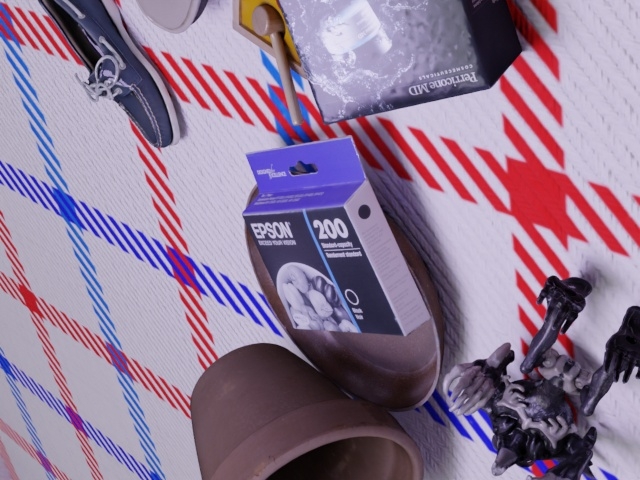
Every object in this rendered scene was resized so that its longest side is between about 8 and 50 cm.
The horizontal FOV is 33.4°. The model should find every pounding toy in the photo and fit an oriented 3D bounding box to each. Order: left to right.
[{"bbox_3d":[-0.026,-0.210,1.003,0.130,0.100,0.141,38,144,28],"label":"pounding toy"}]

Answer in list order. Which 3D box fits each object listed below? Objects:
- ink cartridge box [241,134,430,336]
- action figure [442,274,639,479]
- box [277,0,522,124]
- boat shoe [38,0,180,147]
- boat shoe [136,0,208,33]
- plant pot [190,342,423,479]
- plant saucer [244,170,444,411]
[{"bbox_3d":[0.000,0.000,1.121,0.206,0.045,0.208,-3,114,56],"label":"ink cartridge box"},{"bbox_3d":[0.197,0.156,0.991,0.164,0.141,0.276,39,142,20],"label":"action figure"},{"bbox_3d":[0.059,-0.193,0.862,0.156,0.093,0.158,-9,113,31],"label":"box"},{"bbox_3d":[-0.267,-0.222,1.348,0.095,0.079,0.255,-17,104,58],"label":"boat shoe"},{"bbox_3d":[-0.138,-0.356,1.058,0.112,0.095,0.335,28,145,19],"label":"boat shoe"},{"bbox_3d":[-0.045,0.242,1.252,0.229,0.263,0.263,-127,25,-45],"label":"plant pot"},{"bbox_3d":[0.032,0.052,1.212,0.310,0.050,0.311,35,142,33],"label":"plant saucer"}]
